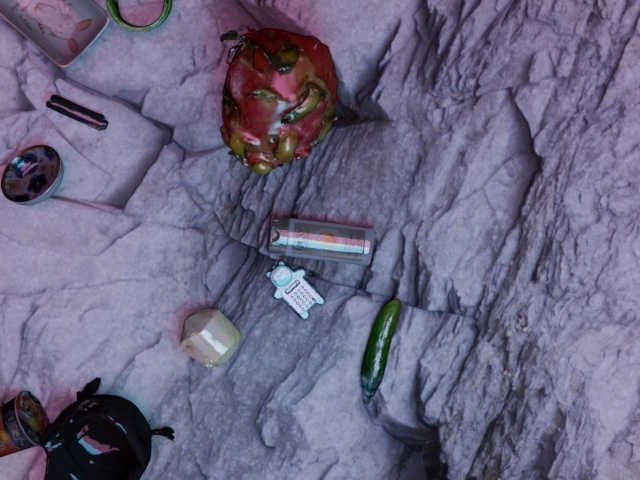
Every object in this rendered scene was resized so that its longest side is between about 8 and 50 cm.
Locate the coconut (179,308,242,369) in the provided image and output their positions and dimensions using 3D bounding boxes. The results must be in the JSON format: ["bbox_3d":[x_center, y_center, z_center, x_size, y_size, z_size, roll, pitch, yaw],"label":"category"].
[{"bbox_3d":[-0.239,0.204,1.738,0.122,0.116,0.116,43,88,-6],"label":"coconut"}]

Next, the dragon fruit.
[{"bbox_3d":[-0.092,-0.275,1.659,0.250,0.269,0.291,18,88,2],"label":"dragon fruit"}]

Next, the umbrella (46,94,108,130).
[{"bbox_3d":[-0.512,-0.271,1.720,0.133,0.031,0.036,25,92,-8],"label":"umbrella"}]

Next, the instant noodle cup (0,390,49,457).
[{"bbox_3d":[-0.659,0.398,1.707,0.136,0.127,0.127,-24,96,3],"label":"instant noodle cup"}]

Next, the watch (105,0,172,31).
[{"bbox_3d":[-0.359,-0.511,1.681,0.165,0.131,0.151,-10,105,-7],"label":"watch"}]

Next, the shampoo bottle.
[{"bbox_3d":[0.000,0.000,1.781,0.228,0.056,0.086,8,92,-7],"label":"shampoo bottle"}]

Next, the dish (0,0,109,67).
[{"bbox_3d":[-0.553,-0.471,1.680,0.212,0.077,0.151,42,87,-7],"label":"dish"}]

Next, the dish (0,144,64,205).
[{"bbox_3d":[-0.586,-0.122,1.706,0.141,0.078,0.141,-8,62,15],"label":"dish"}]

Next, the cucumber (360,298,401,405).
[{"bbox_3d":[0.128,0.247,1.812,0.056,0.056,0.250,15,89,-7],"label":"cucumber"}]

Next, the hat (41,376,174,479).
[{"bbox_3d":[-0.447,0.451,1.727,0.238,0.209,0.336,16,110,12],"label":"hat"}]

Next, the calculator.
[{"bbox_3d":[-0.057,0.107,1.801,0.094,0.019,0.141,-43,97,0],"label":"calculator"}]
